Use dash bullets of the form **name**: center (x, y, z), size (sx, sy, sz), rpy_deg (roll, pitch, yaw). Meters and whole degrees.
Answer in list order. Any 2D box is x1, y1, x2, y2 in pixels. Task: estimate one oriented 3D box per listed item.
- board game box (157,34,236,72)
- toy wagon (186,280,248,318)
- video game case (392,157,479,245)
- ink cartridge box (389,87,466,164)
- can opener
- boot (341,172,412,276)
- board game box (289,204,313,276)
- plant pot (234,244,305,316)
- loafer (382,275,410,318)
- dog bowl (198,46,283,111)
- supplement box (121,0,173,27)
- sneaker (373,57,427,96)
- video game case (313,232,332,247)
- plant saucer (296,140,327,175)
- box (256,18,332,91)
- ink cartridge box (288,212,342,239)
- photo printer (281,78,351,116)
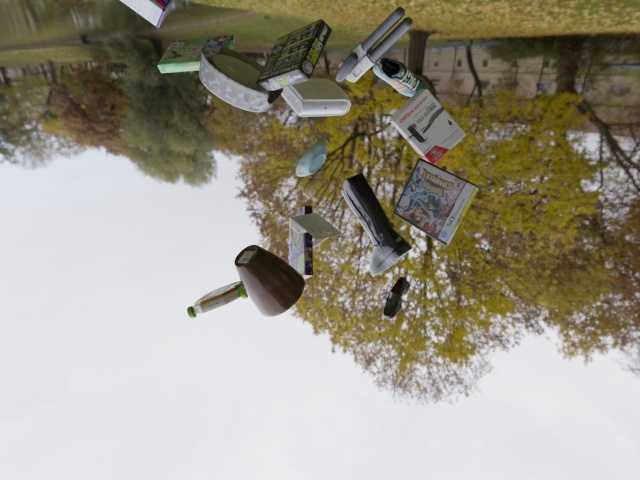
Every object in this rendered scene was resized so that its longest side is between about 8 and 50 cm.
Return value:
- **board game box**: center (-0.571, -0.868, 1.937), size (0.318, 0.046, 0.213), rpy_deg (1, -125, 11)
- **toy wagon**: center (-0.446, 0.253, 1.906), size (0.268, 0.068, 0.344), rpy_deg (-20, -174, 4)
- **video game case**: center (0.436, -0.154, 1.614), size (0.035, 0.248, 0.275), rpy_deg (1, -152, -46)
- **ink cartridge box**: center (0.469, -0.502, 1.842), size (0.197, 0.273, 0.114), rpy_deg (-43, -168, 13)
- **can opener**: center (0.155, -0.587, 1.290), size (0.284, 0.076, 0.095), rpy_deg (-30, -159, 47)
- **boot**: center (0.235, -0.069, 2.071), size (0.146, 0.367, 0.445), rpy_deg (-29, -103, -27)
- **board game box**: center (-0.098, 0.022, 2.046), size (0.056, 0.346, 0.208), rpy_deg (8, 162, -28)
- **plant pot**: center (-0.208, 0.130, 1.548), size (0.216, 0.230, 0.215), rpy_deg (-24, -144, 18)
- **loafer**: center (0.269, 0.205, 1.520), size (0.062, 0.061, 0.170), rpy_deg (10, -122, 35)
- **dog bowl**: center (-0.328, -0.648, 1.687), size (0.349, 0.102, 0.348), rpy_deg (24, -147, -17)
- **supplement box**: center (-0.757, -1.046, 1.778), size (0.114, 0.220, 0.111), rpy_deg (-24, -137, 53)
- **sneaker**: center (0.404, -0.808, 2.072), size (0.303, 0.108, 0.121), rpy_deg (25, -171, -9)
- **video game case**: center (0.000, 0.000, 2.305), size (0.157, 0.019, 0.143), rpy_deg (-33, -178, 6)
- **plant saucer**: center (-0.026, -0.349, 1.839), size (0.037, 0.194, 0.195), rpy_deg (43, -136, 14)
- **box**: center (-0.102, -0.667, 1.523), size (0.270, 0.060, 0.216), rpy_deg (9, -108, 49)
- **ink cartridge box**: center (-0.021, -0.047, 1.706), size (0.146, 0.045, 0.179), rpy_deg (-13, -137, -39)
- **photo printer**: center (-0.014, -0.725, 2.104), size (0.308, 0.107, 0.256), rpy_deg (-12, -131, -29)
